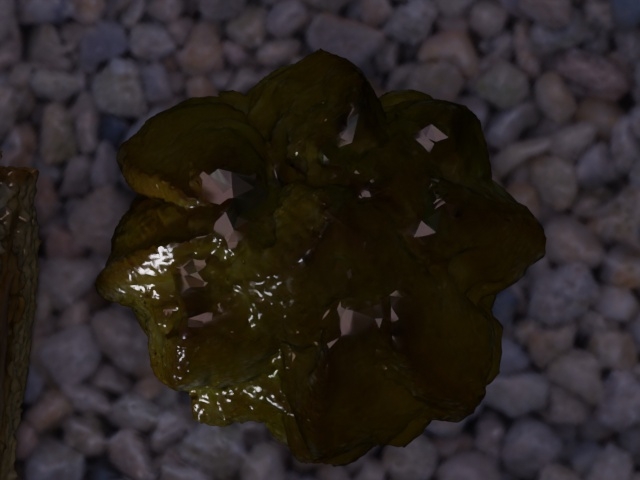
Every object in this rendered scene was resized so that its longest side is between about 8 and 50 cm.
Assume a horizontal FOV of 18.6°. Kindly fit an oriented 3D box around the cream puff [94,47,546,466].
[{"bbox_3d":[0.002,0.005,1.104,0.244,0.196,0.244,-3,97,-28],"label":"cream puff"}]

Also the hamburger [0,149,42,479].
[{"bbox_3d":[-0.251,0.084,1.101,0.157,0.144,0.283,7,87,0],"label":"hamburger"}]
